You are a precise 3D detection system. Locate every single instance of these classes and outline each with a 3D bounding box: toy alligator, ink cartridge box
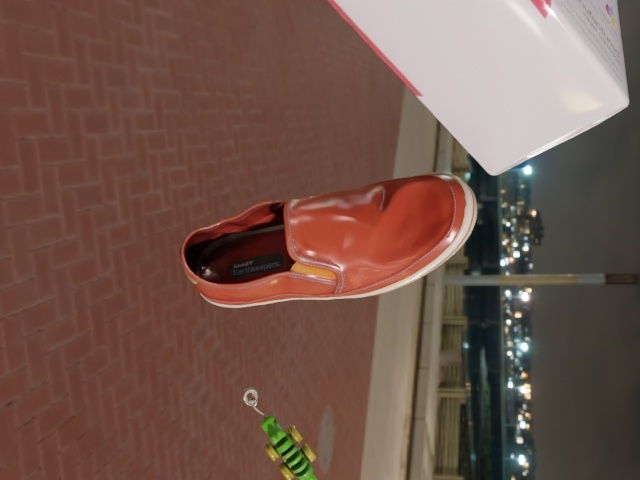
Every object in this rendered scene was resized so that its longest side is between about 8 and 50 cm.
[{"bbox_3d":[-0.060,0.309,0.997,0.189,0.056,0.051,55,-10,-6],"label":"toy alligator"},{"bbox_3d":[0.145,-0.245,0.563,0.226,0.131,0.306,39,47,-23],"label":"ink cartridge box"}]

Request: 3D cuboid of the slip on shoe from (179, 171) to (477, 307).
[{"bbox_3d":[0.000,0.000,0.689,0.101,0.331,0.123,43,38,-63],"label":"slip on shoe"}]
